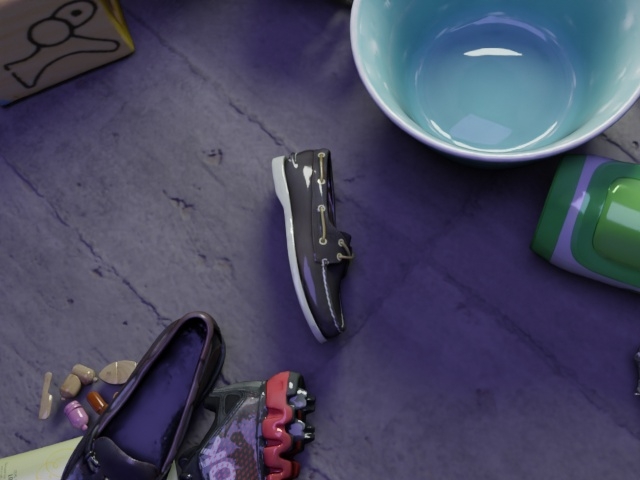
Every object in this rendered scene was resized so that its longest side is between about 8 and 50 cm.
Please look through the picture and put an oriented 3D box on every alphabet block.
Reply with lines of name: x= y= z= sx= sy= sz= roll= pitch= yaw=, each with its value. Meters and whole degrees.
alphabet block: x=-0.372 y=-0.315 z=1.005 sx=0.197 sy=0.192 sz=0.193 roll=-22 pitch=73 yaw=1

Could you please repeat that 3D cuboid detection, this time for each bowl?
bowl: x=0.196 y=-0.200 z=0.898 sx=0.312 sy=0.163 sz=0.311 roll=-3 pitch=72 yaw=8

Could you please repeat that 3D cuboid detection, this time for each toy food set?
toy food set: x=-0.251 y=0.176 z=0.919 sx=0.122 sy=0.019 sz=0.077 roll=-2 pitch=59 yaw=0

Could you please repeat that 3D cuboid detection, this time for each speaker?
speaker: x=0.374 y=0.005 z=0.828 sx=0.297 sy=0.131 sz=0.131 roll=19 pitch=77 yaw=14

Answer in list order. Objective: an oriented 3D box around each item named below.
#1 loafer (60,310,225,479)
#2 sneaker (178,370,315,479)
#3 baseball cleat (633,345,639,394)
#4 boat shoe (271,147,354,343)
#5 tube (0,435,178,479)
loafer: x=-0.191 y=0.203 z=0.837 sx=0.109 sy=0.095 sz=0.302 roll=25 pitch=66 yaw=2
sneaker: x=-0.080 y=0.270 z=0.828 sx=0.135 sy=0.097 sz=0.276 roll=0 pitch=71 yaw=8
baseball cleat: x=0.380 y=0.193 z=0.797 sx=0.110 sy=0.072 sz=0.205 roll=-9 pitch=75 yaw=-1
boat shoe: x=0.000 y=0.000 z=0.907 sx=0.069 sy=0.081 sz=0.227 roll=-16 pitch=69 yaw=8
tube: x=-0.278 y=0.253 z=0.885 sx=0.240 sy=0.062 sz=0.070 roll=-11 pitch=112 yaw=-3
